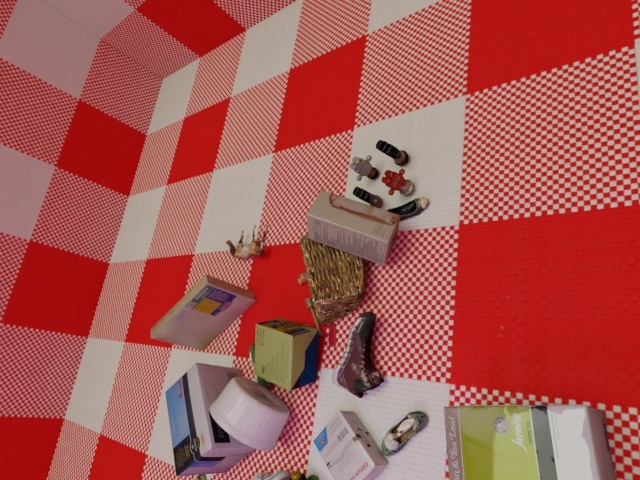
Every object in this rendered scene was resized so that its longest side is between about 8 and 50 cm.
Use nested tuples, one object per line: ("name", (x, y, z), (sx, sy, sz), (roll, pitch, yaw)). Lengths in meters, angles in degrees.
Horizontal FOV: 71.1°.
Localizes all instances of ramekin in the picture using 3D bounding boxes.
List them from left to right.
("ramekin", (-0.245, 0.612, 1.614), (0.277, 0.277, 0.135), (25, 81, 45))

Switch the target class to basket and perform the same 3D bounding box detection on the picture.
("basket", (0.057, 0.130, 1.675), (0.213, 0.223, 0.299), (-13, 57, -1))

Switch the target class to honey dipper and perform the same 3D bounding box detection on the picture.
("honey dipper", (-0.023, 0.296, 1.719), (0.030, 0.030, 0.161), (-38, 53, 24))

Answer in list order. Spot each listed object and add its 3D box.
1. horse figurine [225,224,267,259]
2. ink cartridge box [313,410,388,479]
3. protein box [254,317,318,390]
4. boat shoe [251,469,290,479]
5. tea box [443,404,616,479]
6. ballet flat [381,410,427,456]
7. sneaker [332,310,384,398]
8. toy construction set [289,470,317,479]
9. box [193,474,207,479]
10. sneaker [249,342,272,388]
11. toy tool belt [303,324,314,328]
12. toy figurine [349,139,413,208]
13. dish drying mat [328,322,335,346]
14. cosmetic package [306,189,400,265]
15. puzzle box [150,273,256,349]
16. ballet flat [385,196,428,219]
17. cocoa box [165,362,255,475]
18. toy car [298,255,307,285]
("horse figurine", (-0.341, 0.024, 2.099), (0.263, 0.066, 0.175), (-18, 55, 33))
("ink cartridge box", (0.092, 0.667, 1.411), (0.148, 0.086, 0.203), (-52, 47, 12))
("protein box", (-0.127, 0.410, 1.647), (0.201, 0.136, 0.200), (7, 96, 43))
("boat shoe", (-0.213, 0.870, 1.588), (0.258, 0.095, 0.084), (-44, 53, 17))
("tea box", (0.482, 0.553, 1.020), (0.323, 0.220, 0.329), (-15, 62, 36))
("ballet flat", (0.236, 0.574, 1.339), (0.188, 0.070, 0.070), (-50, 47, 13))
("sneaker", (0.160, 0.388, 1.477), (0.162, 0.106, 0.282), (28, 101, 40))
("toy construction set", (-0.098, 0.897, 1.443), (0.257, 0.237, 0.309), (50, 128, 12))
("box", (-0.474, 1.059, 1.778), (0.114, 0.036, 0.207), (-49, 47, 14))
("sneaker", (-0.227, 0.496, 1.790), (0.086, 0.064, 0.192), (-28, 60, 28))
("toy tool belt", (-0.066, 0.342, 1.716), (0.083, 0.051, 0.052), (-18, 32, 35))
("toy figurine", (0.226, -0.239, 1.660), (0.209, 0.148, 0.213), (-29, 57, 37))
("dish drying mat", (0.044, 0.348, 1.650), (0.032, 0.008, 0.083), (-17, 62, 37))
("cosmetic package", (0.112, -0.046, 1.561), (0.296, 0.153, 0.129), (20, 58, 14))
("puzzle box", (-0.514, 0.328, 1.975), (0.409, 0.272, 0.052), (-42, 45, 19))
("ballet flat", (0.301, -0.108, 1.592), (0.173, 0.049, 0.058), (-25, 57, 32))
("cocoa box", (-0.436, 0.701, 1.764), (0.228, 0.231, 0.347), (-43, 48, 21))
("toy car", (-0.077, 0.120, 1.836), (0.060, 0.040, 0.122), (-26, 57, 32))
